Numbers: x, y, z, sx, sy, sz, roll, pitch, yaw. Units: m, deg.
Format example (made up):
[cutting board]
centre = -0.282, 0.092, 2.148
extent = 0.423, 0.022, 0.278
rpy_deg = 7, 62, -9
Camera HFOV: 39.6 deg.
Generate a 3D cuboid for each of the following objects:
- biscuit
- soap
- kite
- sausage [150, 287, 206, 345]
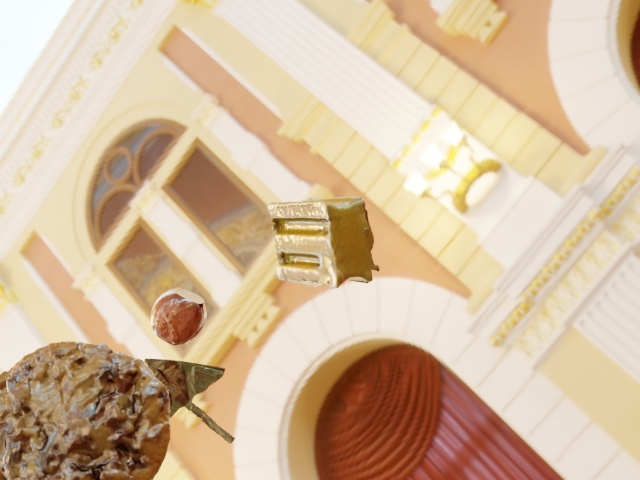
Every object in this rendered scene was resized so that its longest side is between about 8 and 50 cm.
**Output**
[biscuit]
centre = -0.405, 0.299, 1.432
extent = 0.081, 0.333, 0.290
rpy_deg = 66, -148, -61
[soap]
centre = -0.002, 0.000, 1.399
extent = 0.076, 0.233, 0.135
rpy_deg = -9, -85, -26
[kite]
centre = -0.271, 0.330, 1.809
extent = 0.229, 0.250, 0.012
rpy_deg = -42, 6, 17
[sausage]
centre = -0.155, 0.083, 0.965
extent = 0.094, 0.059, 0.054
rpy_deg = -152, 87, -84
